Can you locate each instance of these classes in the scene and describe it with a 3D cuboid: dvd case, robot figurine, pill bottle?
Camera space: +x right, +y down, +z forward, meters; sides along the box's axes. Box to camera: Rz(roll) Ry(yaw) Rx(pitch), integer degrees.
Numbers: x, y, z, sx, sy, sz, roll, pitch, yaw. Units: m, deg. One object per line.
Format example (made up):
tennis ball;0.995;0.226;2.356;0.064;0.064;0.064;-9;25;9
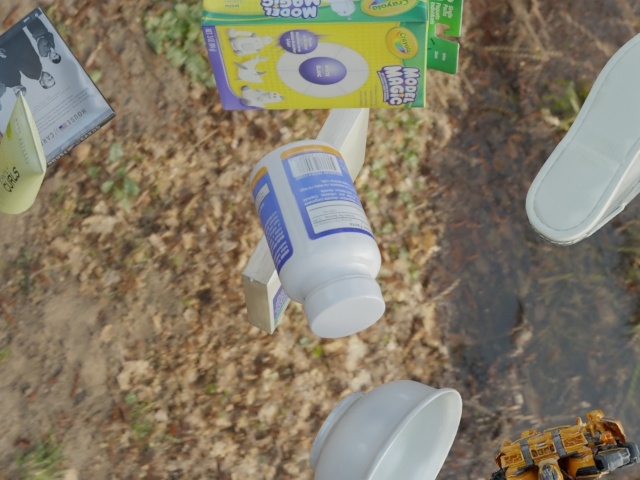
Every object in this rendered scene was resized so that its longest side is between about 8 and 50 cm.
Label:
dvd case;-0.481;-0.252;1.772;0.179;0.029;0.239;-37;78;1
robot figurine;0.312;0.284;1.382;0.291;0.211;0.085;19;52;-71
pill bottle;0.000;0.000;1.533;0.152;0.152;0.272;5;52;-35

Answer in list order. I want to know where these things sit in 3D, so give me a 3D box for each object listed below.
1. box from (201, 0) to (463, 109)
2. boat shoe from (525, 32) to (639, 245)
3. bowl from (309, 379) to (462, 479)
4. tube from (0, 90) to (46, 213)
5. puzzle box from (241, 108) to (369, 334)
box;0.011;-0.138;0.752;0.179;0.105;0.043;-2;62;4
boat shoe;0.349;-0.124;1.186;0.116;0.099;0.319;39;88;21
bowl;0.077;0.321;1.571;0.134;0.298;0.298;28;46;26
tube;-0.349;-0.090;1.216;0.070;0.240;0.062;35;67;-11
puzzle box;-0.022;-0.051;1.892;0.052;0.272;0.409;25;68;9
